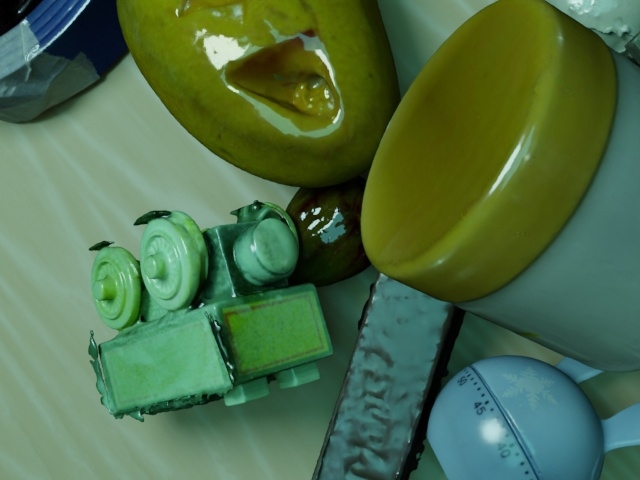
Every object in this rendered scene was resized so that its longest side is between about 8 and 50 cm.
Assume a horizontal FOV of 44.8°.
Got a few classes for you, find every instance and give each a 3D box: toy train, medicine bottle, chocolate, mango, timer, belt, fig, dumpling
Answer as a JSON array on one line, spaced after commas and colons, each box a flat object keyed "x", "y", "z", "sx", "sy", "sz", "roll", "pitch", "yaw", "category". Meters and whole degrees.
[{"x": -0.119, "y": 0.070, "z": 0.771, "sx": 0.272, "sy": 0.159, "sz": 0.188, "roll": -23, "pitch": 80, "yaw": 44, "category": "toy train"}, {"x": 0.188, "y": -0.038, "z": 0.632, "sx": 0.232, "sy": 0.238, "sz": 0.237, "roll": 26, "pitch": 94, "yaw": -20, "category": "medicine bottle"}, {"x": 0.061, "y": 0.159, "z": 0.771, "sx": 0.112, "sy": 0.112, "sz": 0.321, "roll": 19, "pitch": 92, "yaw": 13, "category": "chocolate"}, {"x": -0.055, "y": -0.208, "z": 0.778, "sx": 0.253, "sy": 0.182, "sz": 0.365, "roll": -33, "pitch": 75, "yaw": 0, "category": "mango"}, {"x": 0.224, "y": 0.176, "z": 0.725, "sx": 0.256, "sy": 0.175, "sz": 0.175, "roll": -10, "pitch": 83, "yaw": -15, "category": "timer"}, {"x": -0.320, "y": -0.293, "z": 0.899, "sx": 0.347, "sy": 0.117, "sz": 0.212, "roll": -42, "pitch": 77, "yaw": 7, "category": "belt"}, {"x": 0.000, "y": 0.000, "z": 0.806, "sx": 0.155, "sy": 0.103, "sz": 0.109, "roll": -40, "pitch": 41, "yaw": 20, "category": "fig"}, {"x": 0.271, "y": -0.234, "z": 0.743, "sx": 0.188, "sy": 0.108, "sz": 0.127, "roll": 15, "pitch": 82, "yaw": 28, "category": "dumpling"}]

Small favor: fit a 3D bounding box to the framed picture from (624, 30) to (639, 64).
[{"x": 0.386, "y": -0.182, "z": 0.698, "sx": 0.203, "sy": 0.015, "sz": 0.150, "roll": -44, "pitch": 94, "yaw": -13, "category": "framed picture"}]
